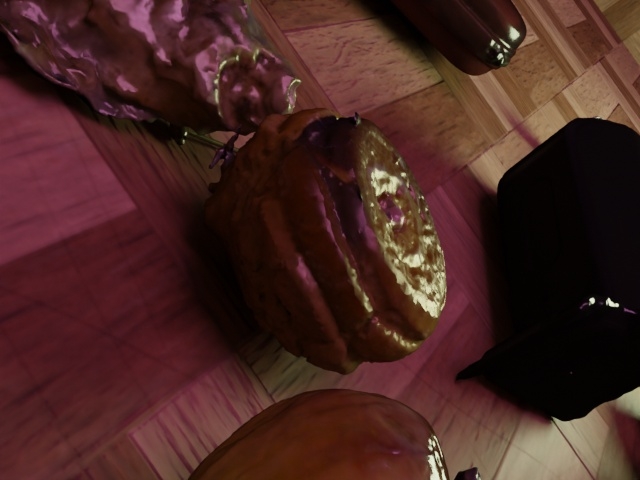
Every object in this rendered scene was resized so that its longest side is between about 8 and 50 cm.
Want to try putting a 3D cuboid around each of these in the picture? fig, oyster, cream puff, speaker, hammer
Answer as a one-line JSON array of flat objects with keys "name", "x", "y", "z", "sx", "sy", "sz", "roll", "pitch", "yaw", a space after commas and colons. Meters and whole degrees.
[{"name": "fig", "x": -0.023, "y": 0.147, "z": 0.358, "sx": 0.230, "sy": 0.143, "sz": 0.160, "roll": 14, "pitch": 67, "yaw": -49}, {"name": "oyster", "x": -0.149, "y": -0.206, "z": 0.547, "sx": 0.351, "sy": 0.114, "sz": 0.238, "roll": 47, "pitch": 33, "yaw": -13}, {"name": "cream puff", "x": 0.000, "y": 0.000, "z": 0.541, "sx": 0.189, "sy": 0.129, "sz": 0.189, "roll": 48, "pitch": 27, "yaw": -34}, {"name": "speaker", "x": 0.252, "y": 0.005, "z": 0.835, "sx": 0.184, "sy": 0.180, "sz": 0.388, "roll": 34, "pitch": 37, "yaw": -22}, {"name": "hammer", "x": -0.070, "y": -0.072, "z": 0.628, "sx": 0.123, "sy": 0.014, "sz": 0.029, "roll": 17, "pitch": 56, "yaw": -48}]

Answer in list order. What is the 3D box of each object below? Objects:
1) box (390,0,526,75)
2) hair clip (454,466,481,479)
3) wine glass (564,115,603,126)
[{"name": "box", "x": 0.115, "y": -0.388, "z": 1.057, "sx": 0.404, "sy": 0.108, "sz": 0.263, "roll": 38, "pitch": 27, "yaw": -28}, {"name": "hair clip", "x": 0.111, "y": 0.250, "z": 0.529, "sx": 0.187, "sy": 0.056, "sz": 0.146, "roll": -21, "pitch": 85, "yaw": -61}, {"name": "wine glass", "x": 0.420, "y": -0.068, "z": 1.190, "sx": 0.103, "sy": 0.103, "sz": 0.222, "roll": 12, "pitch": 51, "yaw": -48}]
